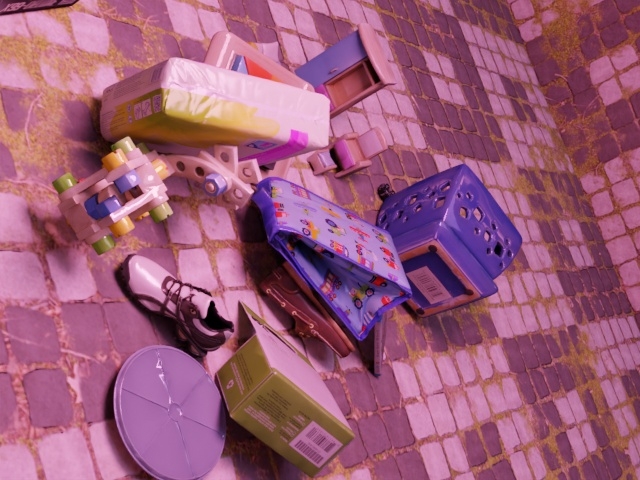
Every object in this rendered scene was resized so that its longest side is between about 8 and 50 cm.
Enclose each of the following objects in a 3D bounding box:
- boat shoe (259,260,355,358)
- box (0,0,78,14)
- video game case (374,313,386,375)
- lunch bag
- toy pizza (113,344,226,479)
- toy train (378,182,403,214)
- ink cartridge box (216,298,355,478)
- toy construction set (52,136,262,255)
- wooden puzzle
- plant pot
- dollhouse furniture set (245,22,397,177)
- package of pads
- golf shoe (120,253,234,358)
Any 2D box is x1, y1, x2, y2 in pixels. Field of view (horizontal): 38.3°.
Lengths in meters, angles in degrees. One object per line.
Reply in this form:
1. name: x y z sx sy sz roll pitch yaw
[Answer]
1. boat shoe: -0.024 0.132 1.610 0.207 0.073 0.073 51 -6 -11
2. box: -0.505 -0.488 1.370 0.307 0.077 0.242 61 33 -2
3. video game case: 0.113 0.158 1.729 0.166 0.015 0.119 86 10 -46
4. lunch bag: 0.000 0.000 1.625 0.293 0.138 0.221 39 17 -24
5. toy pizza: -0.214 0.246 1.299 0.201 0.032 0.201 32 44 -37
6. toy train: 0.181 -0.064 2.057 0.158 0.027 0.036 46 40 -23
7. ink cartridge box: -0.071 0.229 1.464 0.189 0.097 0.255 43 4 -27
8. toy construction set: -0.242 -0.082 1.321 0.328 0.215 0.151 -18 83 -57
9. wooden puzzle: -0.123 -0.226 1.650 0.239 0.044 0.220 25 81 -41
10. plant pot: 0.250 0.018 1.918 0.236 0.236 0.212 49 43 -20
11. dollhouse furniture set: -0.006 -0.277 1.795 0.303 0.198 0.286 -15 80 -56
12. package of pads: -0.169 -0.193 1.445 0.297 0.229 0.101 9 80 -37
13. golf shoe: -0.206 0.083 1.368 0.198 0.094 0.077 47 38 -21
